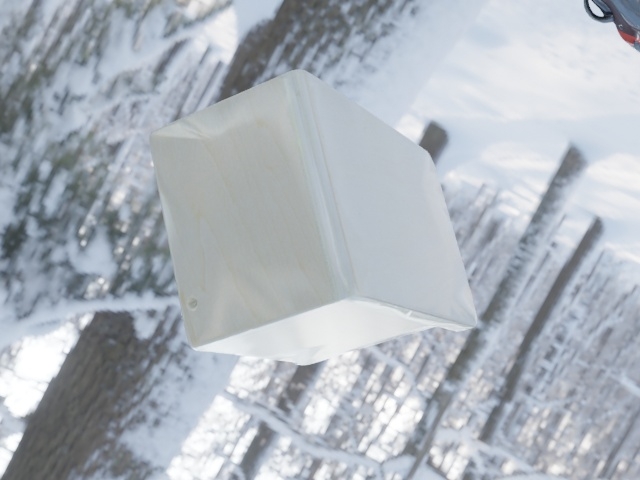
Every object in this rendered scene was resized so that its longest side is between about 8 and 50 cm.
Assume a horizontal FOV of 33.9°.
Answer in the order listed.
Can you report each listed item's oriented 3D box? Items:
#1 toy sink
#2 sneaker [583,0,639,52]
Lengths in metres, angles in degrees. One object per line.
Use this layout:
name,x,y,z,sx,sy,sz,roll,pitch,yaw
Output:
toy sink,0.000,0.000,0.752,0.234,0.131,0.152,18,-124,-62
sneaker,0.150,-0.101,0.416,0.158,0.065,0.061,35,-130,26
